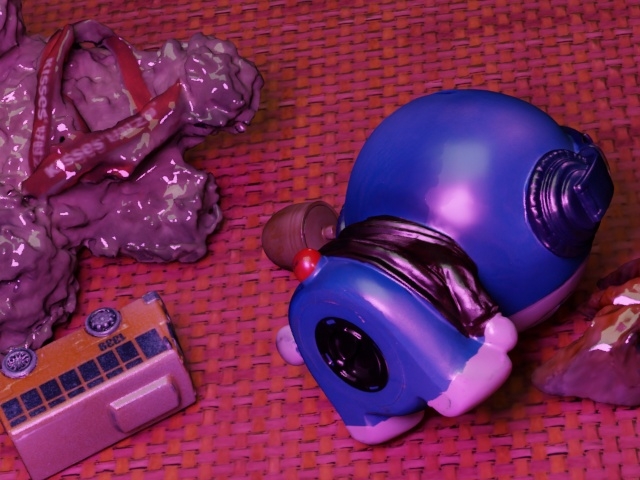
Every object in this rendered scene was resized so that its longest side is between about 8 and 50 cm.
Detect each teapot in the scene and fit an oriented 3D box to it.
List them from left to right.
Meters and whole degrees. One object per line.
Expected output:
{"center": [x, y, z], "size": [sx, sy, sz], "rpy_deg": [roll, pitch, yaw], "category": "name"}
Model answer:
{"center": [0.000, 0.000, 1.922], "size": [0.080, 0.085, 0.110], "rpy_deg": [-8, 10, 38], "category": "teapot"}

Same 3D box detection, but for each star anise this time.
{"center": [0.346, 0.056, 1.733], "size": [0.350, 0.109, 0.292], "rpy_deg": [-24, 50, -11], "category": "star anise"}

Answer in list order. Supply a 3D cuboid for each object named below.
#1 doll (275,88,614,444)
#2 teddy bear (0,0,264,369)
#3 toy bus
{"center": [0.113, 0.006, 1.746], "size": [0.284, 0.240, 0.310], "rpy_deg": [-8, 30, 49], "category": "doll"}
{"center": [-0.268, -0.049, 1.906], "size": [0.357, 0.224, 0.367], "rpy_deg": [19, 64, -9], "category": "teddy bear"}
{"center": [-0.204, 0.133, 1.804], "size": [0.182, 0.091, 0.103], "rpy_deg": [-26, 47, -10], "category": "toy bus"}
